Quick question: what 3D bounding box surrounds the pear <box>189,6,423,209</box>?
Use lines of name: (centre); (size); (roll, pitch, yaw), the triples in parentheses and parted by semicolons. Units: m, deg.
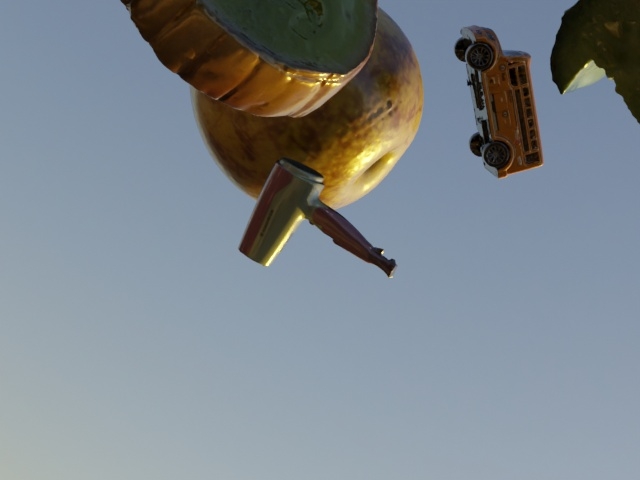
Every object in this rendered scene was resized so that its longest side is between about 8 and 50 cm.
pear: (-0.021, -0.166, 1.469); (0.280, 0.281, 0.281); (30, -23, 14)

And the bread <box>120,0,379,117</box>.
bread: (-0.056, -0.208, 0.998); (0.236, 0.236, 0.070); (42, -45, -14)

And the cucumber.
cucumber: (0.346, -0.197, 1.317); (0.191, 0.130, 0.191); (31, -43, 34)

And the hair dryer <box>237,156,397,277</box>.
hair dryer: (0.005, -0.005, 1.288); (0.154, 0.106, 0.054); (26, 7, 7)

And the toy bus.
toy bus: (0.232, -0.185, 1.686); (0.083, 0.088, 0.195); (-116, -167, -72)
